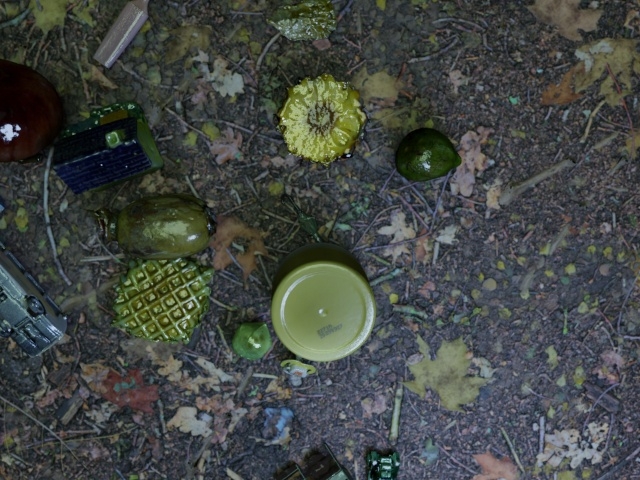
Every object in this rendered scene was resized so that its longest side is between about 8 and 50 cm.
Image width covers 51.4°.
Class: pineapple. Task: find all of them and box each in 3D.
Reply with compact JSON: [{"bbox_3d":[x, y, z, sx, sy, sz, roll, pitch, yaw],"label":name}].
[{"bbox_3d":[0.001,-0.263,1.468,0.225,0.076,0.224,0,96,-5],"label":"pineapple"}]

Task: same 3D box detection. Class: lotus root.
[{"bbox_3d":[-0.362,-0.028,1.430,0.278,0.154,0.153,-1,94,-1],"label":"lotus root"}]

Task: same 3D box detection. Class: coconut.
[{"bbox_3d":[-0.150,0.221,1.487,0.088,0.088,0.096,34,99,-4],"label":"coconut"}]

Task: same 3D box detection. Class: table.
[{"bbox_3d":[0.005,0.579,1.523,0.146,0.062,0.175,-37,63,0],"label":"table"}]

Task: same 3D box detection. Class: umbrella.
[{"bbox_3d":[0.003,-0.004,1.509,0.269,0.044,0.044,52,53,-11],"label":"umbrella"}]

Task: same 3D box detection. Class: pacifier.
[{"bbox_3d":[-0.051,0.278,1.518,0.083,0.068,0.064,23,58,-21],"label":"pacifier"}]

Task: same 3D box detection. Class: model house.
[{"bbox_3d":[-0.459,-0.197,1.384,0.194,0.211,0.170,-17,96,0],"label":"model house"}]

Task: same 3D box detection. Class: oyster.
[{"bbox_3d":[-0.034,-0.496,1.476,0.146,0.045,0.121,25,78,-5],"label":"oyster"}]

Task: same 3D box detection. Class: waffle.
[{"bbox_3d":[-0.353,0.126,1.485,0.214,0.054,0.207,16,89,-1],"label":"waffle"}]

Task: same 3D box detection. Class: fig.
[{"bbox_3d":[0.246,-0.181,1.472,0.156,0.123,0.123,18,93,-33],"label":"fig"},{"bbox_3d":[-0.660,-0.260,1.371,0.235,0.235,0.214,48,128,-5],"label":"fig"}]

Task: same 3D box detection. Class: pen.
[{"bbox_3d":[-0.426,-0.469,1.457,0.053,0.032,0.197,37,94,-4],"label":"pen"}]

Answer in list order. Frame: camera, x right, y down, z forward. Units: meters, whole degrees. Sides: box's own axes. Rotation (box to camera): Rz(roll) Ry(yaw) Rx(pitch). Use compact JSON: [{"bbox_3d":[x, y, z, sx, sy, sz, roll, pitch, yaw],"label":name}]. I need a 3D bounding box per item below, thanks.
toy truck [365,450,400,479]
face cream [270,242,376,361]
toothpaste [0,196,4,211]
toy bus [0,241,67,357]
[{"bbox_3d":[0.143,0.564,1.526,0.080,0.078,0.154,4,93,-4],"label":"toy truck"},{"bbox_3d":[0.003,0.127,1.426,0.218,0.179,0.218,0,102,-2],"label":"face cream"},{"bbox_3d":[-0.780,-0.032,1.460,0.193,0.070,0.044,-42,124,0],"label":"toothpaste"},{"bbox_3d":[-0.680,0.086,1.401,0.097,0.138,0.342,-36,108,-3],"label":"toy bus"}]
